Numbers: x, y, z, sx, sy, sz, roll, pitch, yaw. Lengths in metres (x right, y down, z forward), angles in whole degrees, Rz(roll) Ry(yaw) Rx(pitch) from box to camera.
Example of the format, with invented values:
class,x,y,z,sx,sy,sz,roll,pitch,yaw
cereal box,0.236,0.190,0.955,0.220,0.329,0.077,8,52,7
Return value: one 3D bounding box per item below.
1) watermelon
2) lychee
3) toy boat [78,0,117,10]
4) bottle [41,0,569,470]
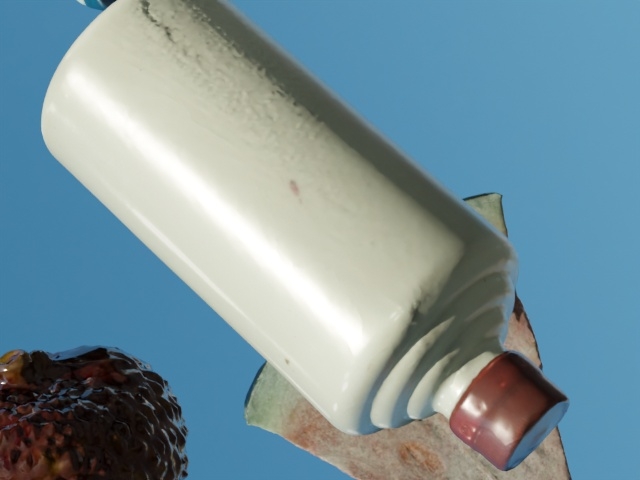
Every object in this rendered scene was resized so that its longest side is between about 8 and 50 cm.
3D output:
class,x,y,z,sx,sy,sz,roll,pitch,yaw
watermelon,0.056,0.107,0.958,0.202,0.136,0.207,-95,-16,-45
lychee,-0.176,0.152,1.242,0.194,0.194,0.194,29,-134,-36
toy boat,-0.181,-0.321,1.580,0.096,0.299,0.062,-22,-137,-22
bottle,0.000,0.000,0.806,0.245,0.104,0.104,43,-149,20
